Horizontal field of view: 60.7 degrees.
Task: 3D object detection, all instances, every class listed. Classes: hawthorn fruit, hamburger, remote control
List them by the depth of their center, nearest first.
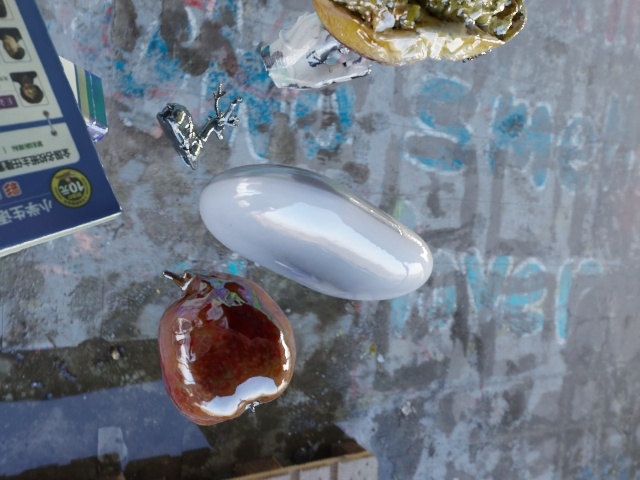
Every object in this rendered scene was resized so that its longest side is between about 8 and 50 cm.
[{"bbox_3d":[0.118,-0.307,0.533,0.245,0.260,0.211,-71,166,-45],"label":"hamburger"},{"bbox_3d":[0.000,0.000,0.701,0.332,0.221,0.104,27,62,-38],"label":"remote control"},{"bbox_3d":[-0.156,0.143,0.821,0.208,0.208,0.248,-30,93,-21],"label":"hawthorn fruit"}]

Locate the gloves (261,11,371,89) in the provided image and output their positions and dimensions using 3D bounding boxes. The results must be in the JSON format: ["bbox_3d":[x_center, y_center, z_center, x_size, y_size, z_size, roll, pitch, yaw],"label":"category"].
[{"bbox_3d":[0.013,-0.324,0.905,0.212,0.128,0.111,-21,126,19],"label":"gloves"}]

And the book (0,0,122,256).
[{"bbox_3d":[-0.402,-0.180,0.525,0.300,0.039,0.428,-26,98,-48],"label":"book"}]

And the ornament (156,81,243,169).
[{"bbox_3d":[-0.298,-0.328,1.408,0.236,0.080,0.202,-51,149,-23],"label":"ornament"}]

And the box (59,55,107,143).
[{"bbox_3d":[-0.581,-0.326,1.155,0.259,0.071,0.168,25,43,-55],"label":"box"}]
